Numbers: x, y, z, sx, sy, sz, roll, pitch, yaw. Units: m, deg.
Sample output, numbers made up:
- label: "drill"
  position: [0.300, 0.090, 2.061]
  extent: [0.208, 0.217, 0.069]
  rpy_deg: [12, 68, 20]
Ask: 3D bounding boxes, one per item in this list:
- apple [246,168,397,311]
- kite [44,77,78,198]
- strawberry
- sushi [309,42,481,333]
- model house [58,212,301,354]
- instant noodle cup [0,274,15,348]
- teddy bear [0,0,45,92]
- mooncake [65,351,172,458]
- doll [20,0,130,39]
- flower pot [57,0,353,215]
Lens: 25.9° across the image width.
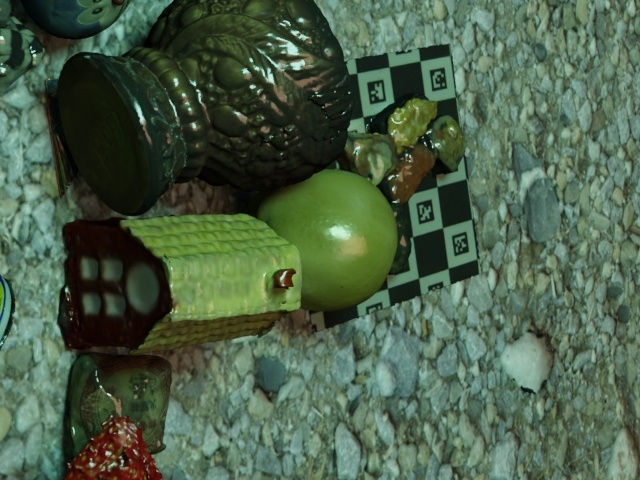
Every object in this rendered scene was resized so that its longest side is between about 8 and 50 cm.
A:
- label: "apple"
  position: [0.000, 0.000, 1.779]
  extent: [0.200, 0.200, 0.200]
  rpy_deg: [-2, 93, -40]
- label: "kite"
  position: [-0.271, -0.137, 1.654]
  extent: [0.159, 0.010, 0.190]
  rpy_deg: [46, 64, -33]
- label: "strawberry"
  position: [-0.227, 0.320, 1.606]
  extent: [0.174, 0.098, 0.228]
  rpy_deg: [16, 106, -43]
- label: "sushi"
  position: [0.110, -0.083, 1.945]
  extent: [0.343, 0.064, 0.359]
  rpy_deg: [-16, 102, -39]
- label: "model house"
  position: [-0.156, 0.046, 1.601]
  extent: [0.196, 0.254, 0.160]
  rpy_deg: [-4, 90, -41]
- label: "instant noodle cup"
  position: [-0.467, 0.020, 1.343]
  extent: [0.312, 0.284, 0.284]
  rpy_deg: [50, 61, -39]
- label: "teddy bear"
  position: [-0.383, -0.250, 1.441]
  extent: [0.144, 0.171, 0.251]
  rpy_deg: [-33, 125, -1]
- label: "mooncake"
  position: [-0.239, 0.198, 1.653]
  extent: [0.125, 0.073, 0.130]
  rpy_deg: [3, 88, -39]
- label: "doll"
  position: [-0.238, -0.339, 1.563]
  extent: [0.154, 0.228, 0.258]
  rpy_deg: [22, 51, 2]
- label: "flower pot"
  position: [-0.142, -0.160, 1.607]
  extent: [0.267, 0.267, 0.266]
  rpy_deg: [-25, 107, -30]
